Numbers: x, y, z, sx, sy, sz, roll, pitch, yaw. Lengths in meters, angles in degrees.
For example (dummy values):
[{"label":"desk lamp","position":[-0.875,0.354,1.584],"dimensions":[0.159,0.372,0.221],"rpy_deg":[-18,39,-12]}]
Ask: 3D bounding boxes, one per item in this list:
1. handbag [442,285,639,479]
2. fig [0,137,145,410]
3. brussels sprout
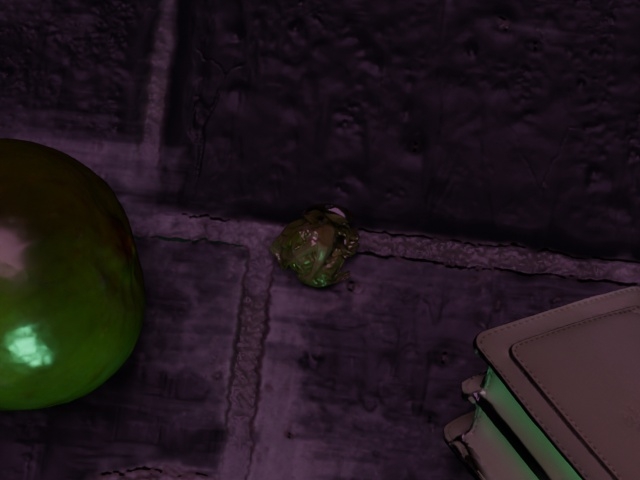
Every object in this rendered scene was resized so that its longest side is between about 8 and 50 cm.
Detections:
[{"label":"handbag","position":[0.304,0.218,1.749],"dimensions":[0.237,0.160,0.358],"rpy_deg":[-19,51,-27]},{"label":"fig","position":[-0.330,0.033,1.846],"dimensions":[0.326,0.258,0.258],"rpy_deg":[-3,72,14]},{"label":"brussels sprout","position":[0.000,0.000,1.945],"dimensions":[0.085,0.058,0.085],"rpy_deg":[6,64,-12]}]
